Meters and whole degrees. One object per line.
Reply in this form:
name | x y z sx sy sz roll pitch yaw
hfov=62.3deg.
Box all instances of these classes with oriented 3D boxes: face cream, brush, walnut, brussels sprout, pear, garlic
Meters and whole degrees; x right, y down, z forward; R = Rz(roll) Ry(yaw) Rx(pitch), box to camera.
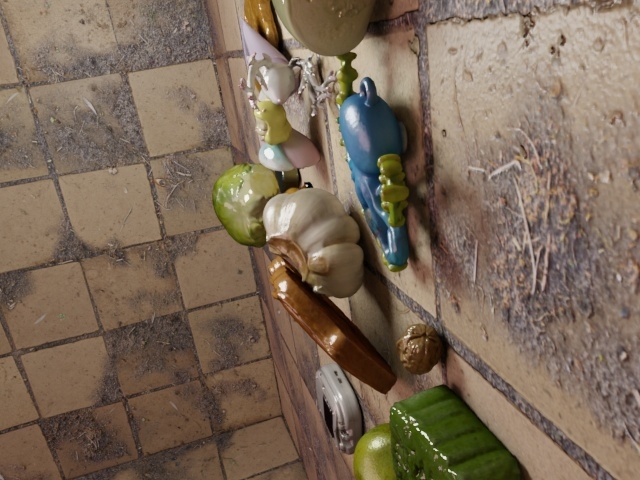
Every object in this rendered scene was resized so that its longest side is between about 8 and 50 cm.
face cream | -0.158 -0.495 1.464 0.273 0.096 0.154 52 160 37
brush | -0.121 -0.257 1.702 0.123 0.059 0.197 121 134 -69
walnut | 0.171 0.188 0.919 0.096 0.083 0.078 94 -173 -53
brussels sprout | -0.246 -0.138 1.945 0.344 0.268 0.343 36 141 36
pear | 0.162 0.452 1.071 0.180 0.166 0.216 -99 29 -43
garlic | 0.002 -0.016 1.201 0.281 0.203 0.184 33 112 23

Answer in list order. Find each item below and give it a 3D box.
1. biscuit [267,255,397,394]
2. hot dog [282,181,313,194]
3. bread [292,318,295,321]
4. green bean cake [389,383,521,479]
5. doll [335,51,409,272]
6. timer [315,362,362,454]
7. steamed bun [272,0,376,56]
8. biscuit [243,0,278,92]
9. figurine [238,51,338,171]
biscuit | 0.019 0.189 1.203 0.350 0.078 0.455 40 -179 -10
hot dog | -0.082 -0.051 1.640 0.325 0.107 0.194 96 156 -55
bread | -0.056 0.259 1.954 0.043 0.062 0.108 97 -162 -49
green bean cake | 0.206 0.378 0.851 0.248 0.125 0.222 -128 28 -60
doll | 0.103 -0.118 0.906 0.345 0.099 0.341 -108 1 -46
timer | 0.055 0.534 1.682 0.237 0.087 0.261 -123 23 -53
steamed bun | -0.003 -0.428 0.825 0.200 0.155 0.250 -116 32 -47
biscuit | -0.178 -0.617 1.596 0.375 0.051 0.269 99 151 -56
figurine | -0.077 -0.313 1.252 0.284 0.207 0.315 -110 8 -49
